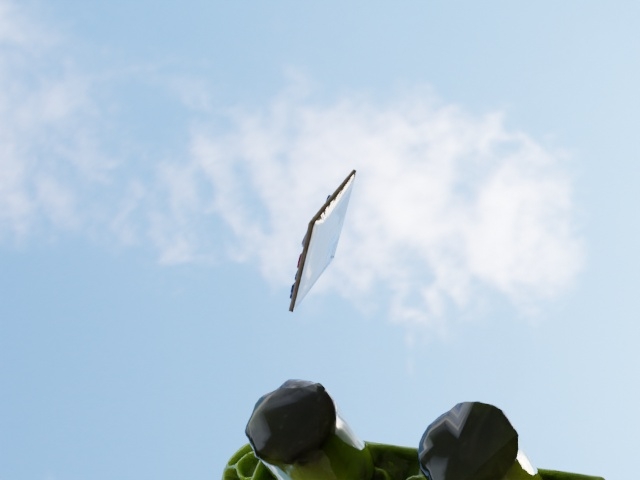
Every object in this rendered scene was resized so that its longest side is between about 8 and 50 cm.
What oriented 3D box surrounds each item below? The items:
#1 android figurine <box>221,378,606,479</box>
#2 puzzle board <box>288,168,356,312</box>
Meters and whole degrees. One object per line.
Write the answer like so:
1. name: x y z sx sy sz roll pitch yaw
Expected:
1. android figurine: 0.074 0.158 0.588 0.273 0.248 0.056 55 -133 -44
2. puzzle board: 0.000 0.000 1.208 0.011 0.128 0.096 26 -135 12
